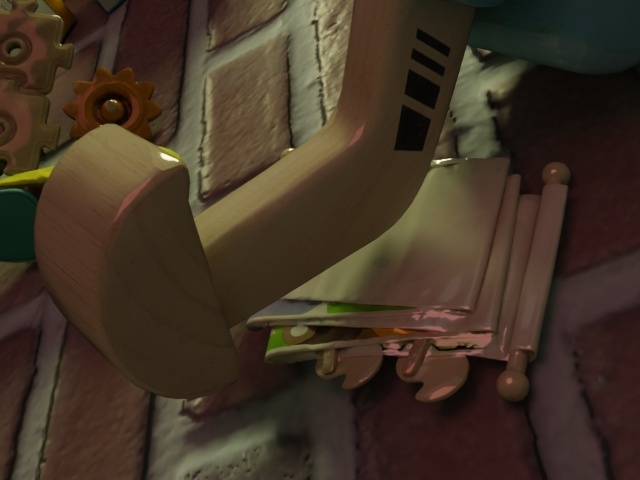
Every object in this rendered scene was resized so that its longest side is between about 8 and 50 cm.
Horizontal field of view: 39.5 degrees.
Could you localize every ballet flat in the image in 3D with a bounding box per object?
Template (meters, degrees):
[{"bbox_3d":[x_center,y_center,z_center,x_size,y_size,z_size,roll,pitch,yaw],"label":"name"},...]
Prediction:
[{"bbox_3d":[-0.209,-0.033,0.748,0.231,0.077,0.077,-11,26,28],"label":"ballet flat"}]

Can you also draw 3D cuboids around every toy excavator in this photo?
[{"bbox_3d":[0.078,-0.149,0.493,0.222,0.432,0.445,27,115,47],"label":"toy excavator"}]

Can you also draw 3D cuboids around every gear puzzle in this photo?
[{"bbox_3d":[-0.311,-0.136,0.813,0.338,0.044,0.176,5,74,0],"label":"gear puzzle"}]

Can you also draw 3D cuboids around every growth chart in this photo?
[{"bbox_3d":[0.032,0.011,0.529,0.237,0.021,0.172,6,57,38],"label":"growth chart"}]

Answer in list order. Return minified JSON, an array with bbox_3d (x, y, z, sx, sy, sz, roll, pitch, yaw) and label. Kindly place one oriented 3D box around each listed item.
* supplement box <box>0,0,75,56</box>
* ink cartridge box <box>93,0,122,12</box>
[{"bbox_3d":[-0.471,-0.181,0.993,0.195,0.194,0.357,-5,50,36],"label":"supplement box"},{"bbox_3d":[-0.256,-0.335,1.077,0.088,0.052,0.122,-44,37,-3],"label":"ink cartridge box"}]
